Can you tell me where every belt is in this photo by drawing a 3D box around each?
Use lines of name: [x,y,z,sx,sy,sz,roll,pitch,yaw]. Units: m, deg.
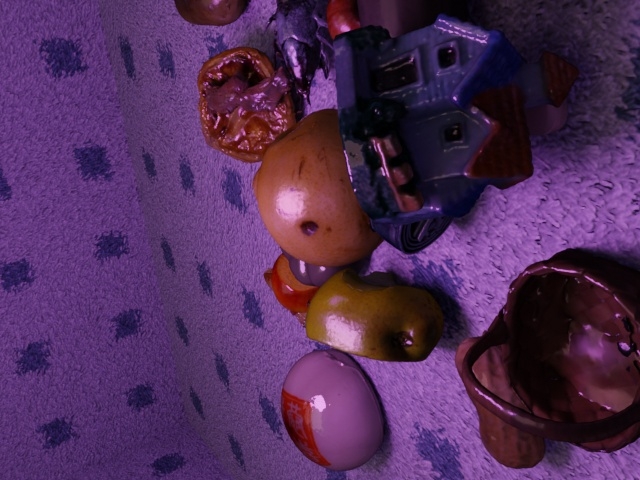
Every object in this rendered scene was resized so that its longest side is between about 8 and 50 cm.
belt: [0.207,-0.100,1.168,0.116,0.206,0.268,39,128,33]

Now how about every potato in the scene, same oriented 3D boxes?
potato: [-0.328,-0.733,1.729,0.307,0.173,0.210,35,132,43]

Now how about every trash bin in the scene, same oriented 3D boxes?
trash bin: [0.156,-0.484,1.041,0.252,0.202,0.302,24,127,60]

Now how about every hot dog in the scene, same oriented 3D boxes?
hot dog: [-0.070,0.173,1.889,0.261,0.093,0.123,49,138,7]

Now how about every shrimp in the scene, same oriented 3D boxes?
shrimp: [-0.051,-0.534,1.411,0.221,0.166,0.411,1,114,30]

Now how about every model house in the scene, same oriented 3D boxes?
model house: [0.224,-0.190,0.912,0.329,0.251,0.295,-7,80,27]

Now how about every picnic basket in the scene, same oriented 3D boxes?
picnic basket: [0.382,0.202,0.942,0.293,0.337,0.337,26,128,50]

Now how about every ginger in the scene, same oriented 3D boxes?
ginger: [-0.189,-0.393,1.558,0.290,0.084,0.122,-2,90,31]

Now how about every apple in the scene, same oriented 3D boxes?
apple: [0.082,-0.470,1.237,0.131,0.146,0.146,-174,67,-82]

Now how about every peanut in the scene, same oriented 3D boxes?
peanut: [0.378,0.329,1.192,0.159,0.143,0.291,-11,102,51]

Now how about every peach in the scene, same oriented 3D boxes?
peach: [-0.053,0.111,1.738,0.190,0.190,0.193,22,120,53]

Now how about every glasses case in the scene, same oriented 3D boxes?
glasses case: [0.338,-0.226,1.039,0.196,0.050,0.083,14,115,55]

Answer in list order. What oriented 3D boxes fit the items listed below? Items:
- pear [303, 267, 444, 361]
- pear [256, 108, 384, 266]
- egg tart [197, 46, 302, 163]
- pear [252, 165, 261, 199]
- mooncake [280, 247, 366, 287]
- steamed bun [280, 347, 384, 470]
pear: [0.149,0.173,1.376,0.281,0.286,0.177,17,101,55]
pear: [0.019,-0.119,1.333,0.348,0.348,0.349,35,134,46]
egg tart: [-0.193,-0.387,1.693,0.339,0.153,0.352,10,127,27]
pear: [-0.105,-0.162,1.691,0.178,0.178,0.178,35,134,46]
mooncake: [0.000,0.000,1.591,0.275,0.135,0.275,7,100,47]
steamed bun: [0.012,0.532,1.809,0.374,0.241,0.375,38,139,42]
